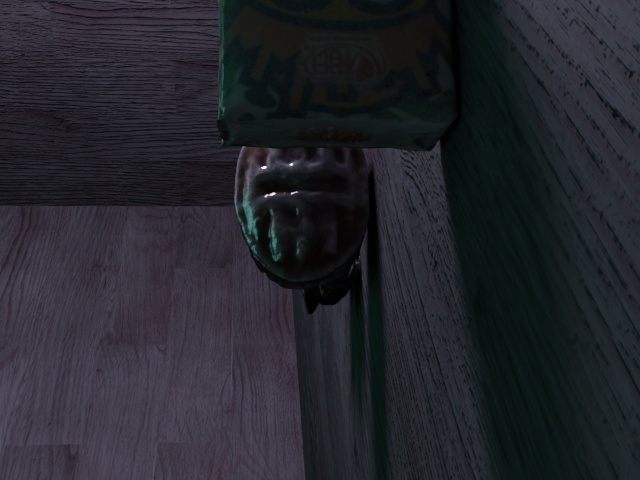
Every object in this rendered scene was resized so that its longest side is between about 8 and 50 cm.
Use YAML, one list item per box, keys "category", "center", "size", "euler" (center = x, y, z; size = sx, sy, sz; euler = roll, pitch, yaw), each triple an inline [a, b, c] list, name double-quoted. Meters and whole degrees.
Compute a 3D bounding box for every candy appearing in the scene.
- category: "candy"
  center: [-0.028, -0.064, 1.396]
  size: [0.157, 0.215, 0.289]
  euler: [87, -178, -73]

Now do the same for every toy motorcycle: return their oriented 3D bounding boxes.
- category: "toy motorcycle"
  center: [0.000, 0.000, 1.591]
  size: [0.205, 0.127, 0.275]
  euler: [97, 168, -76]

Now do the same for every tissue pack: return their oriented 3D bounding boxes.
- category: "tissue pack"
  center: [0.010, -0.249, 0.872]
  size: [0.128, 0.228, 0.310]
  euler: [118, 152, -77]
